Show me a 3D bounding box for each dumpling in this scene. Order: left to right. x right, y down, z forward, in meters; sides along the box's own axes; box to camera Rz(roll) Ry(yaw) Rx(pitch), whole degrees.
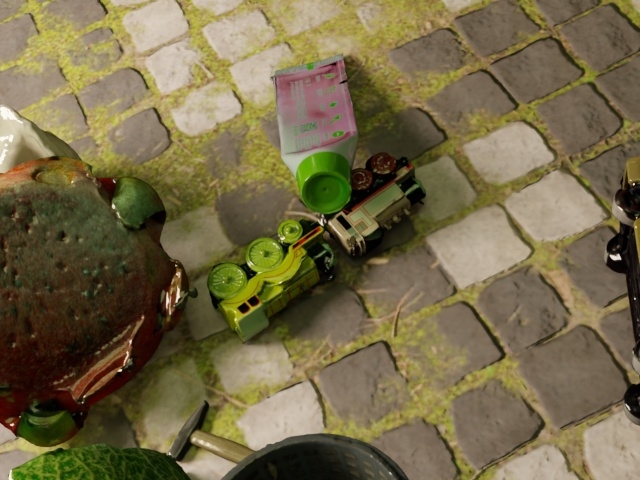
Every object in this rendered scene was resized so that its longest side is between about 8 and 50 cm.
[{"bbox_3d":[-0.341,-0.071,1.174,0.252,0.179,0.131,9,57,18],"label":"dumpling"}]

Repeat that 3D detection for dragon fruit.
[{"bbox_3d":[-0.270,0.051,1.069,0.295,0.130,0.268,-30,95,-20],"label":"dragon fruit"}]

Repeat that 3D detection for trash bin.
[{"bbox_3d":[0.007,0.258,0.866,0.175,0.161,0.175,-9,51,12],"label":"trash bin"}]

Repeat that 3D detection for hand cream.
[{"bbox_3d":[-0.006,-0.122,1.187,0.079,0.050,0.275,8,33,-10],"label":"hand cream"}]

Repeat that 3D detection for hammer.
[{"bbox_3d":[-0.040,0.199,1.015,0.199,0.013,0.062,17,61,23],"label":"hammer"}]

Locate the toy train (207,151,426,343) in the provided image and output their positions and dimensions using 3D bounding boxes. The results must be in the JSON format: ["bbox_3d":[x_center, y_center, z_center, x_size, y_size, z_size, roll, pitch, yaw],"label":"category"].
[{"bbox_3d":[0.000,0.000,1.127,0.250,0.053,0.085,-37,62,-15],"label":"toy train"}]

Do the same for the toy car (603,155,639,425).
[{"bbox_3d":[0.319,0.046,0.987,0.124,0.101,0.256,-3,53,7],"label":"toy car"}]

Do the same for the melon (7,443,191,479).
[{"bbox_3d":[-0.131,0.320,0.888,0.124,0.196,0.323,-43,57,25],"label":"melon"}]
